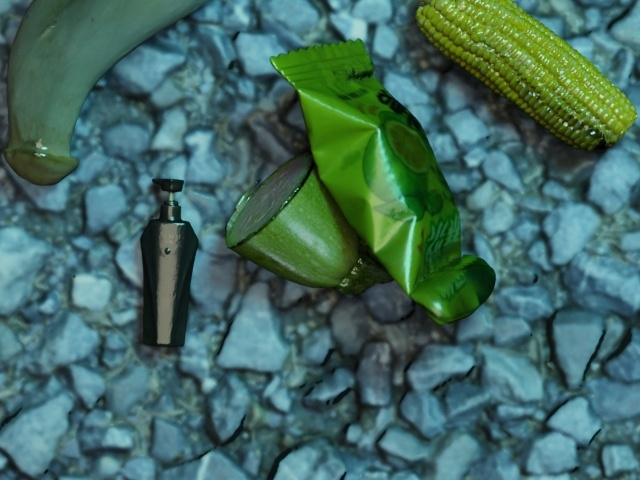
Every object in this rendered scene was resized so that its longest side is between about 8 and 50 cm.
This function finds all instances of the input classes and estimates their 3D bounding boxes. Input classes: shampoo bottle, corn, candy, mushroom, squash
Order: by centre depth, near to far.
[{"bbox_3d":[0.052,-0.048,1.343,0.069,0.149,0.246,-26,91,26],"label":"candy"},{"bbox_3d":[-0.177,-0.171,1.348,0.118,0.103,0.270,41,100,3],"label":"mushroom"},{"bbox_3d":[0.001,0.007,1.367,0.132,0.105,0.105,43,90,-19],"label":"squash"},{"bbox_3d":[0.166,-0.145,1.371,0.203,0.072,0.072,36,90,-4],"label":"corn"},{"bbox_3d":[-0.125,0.018,1.384,0.048,0.027,0.137,3,91,-4],"label":"shampoo bottle"}]
